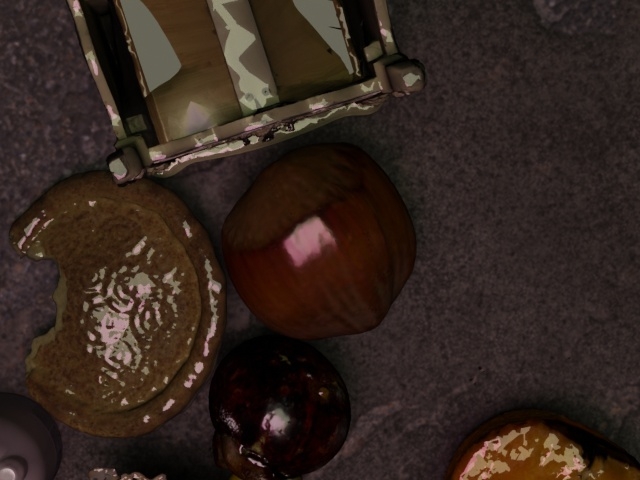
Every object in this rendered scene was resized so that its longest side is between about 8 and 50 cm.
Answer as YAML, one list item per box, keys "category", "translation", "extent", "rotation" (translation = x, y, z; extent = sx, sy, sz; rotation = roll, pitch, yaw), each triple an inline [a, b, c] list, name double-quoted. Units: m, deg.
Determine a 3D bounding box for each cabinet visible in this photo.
- category: "cabinet"
  translation: [-0.080, -0.199, 0.987]
  extent: [0.289, 0.318, 0.228]
  rotation: [-17, 97, -2]

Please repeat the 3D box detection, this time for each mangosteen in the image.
- category: "mangosteen"
  translation: [-0.053, 0.194, 1.120]
  extent: [0.172, 0.172, 0.184]
  rotation: [23, 128, -6]

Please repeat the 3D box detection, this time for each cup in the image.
- category: "cup"
  translation: [-0.361, 0.230, 1.106]
  extent: [0.134, 0.142, 0.174]
  rotation: [7, 95, -4]

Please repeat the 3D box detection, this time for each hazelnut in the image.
- category: "hazelnut"
  translation: [0.003, 0.001, 1.081]
  extent: [0.210, 0.186, 0.210]
  rotation: [-2, 60, 4]

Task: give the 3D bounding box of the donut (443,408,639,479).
- category: "donut"
  translation: [0.255, 0.315, 1.169]
  extent: [0.253, 0.118, 0.254]
  rotation: [0, 94, -2]

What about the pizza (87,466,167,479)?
- category: "pizza"
  translation: [-0.081, 0.456, 1.125]
  extent: [0.391, 0.080, 0.435]
  rotation: [7, 117, -3]

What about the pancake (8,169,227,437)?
- category: "pancake"
  translation: [-0.236, 0.068, 1.121]
  extent: [0.286, 0.033, 0.288]
  rotation: [35, 97, 7]
